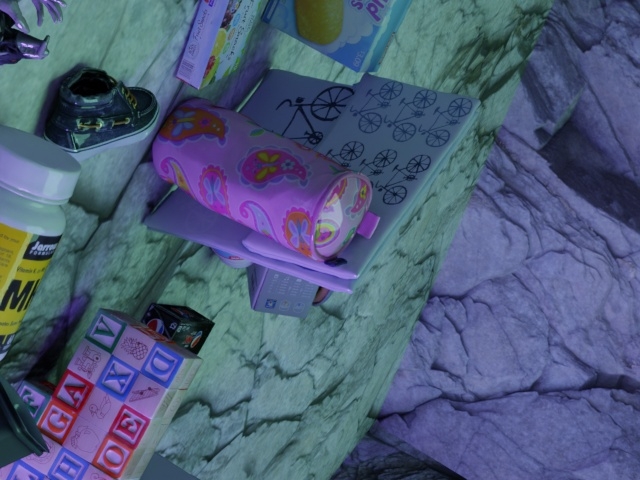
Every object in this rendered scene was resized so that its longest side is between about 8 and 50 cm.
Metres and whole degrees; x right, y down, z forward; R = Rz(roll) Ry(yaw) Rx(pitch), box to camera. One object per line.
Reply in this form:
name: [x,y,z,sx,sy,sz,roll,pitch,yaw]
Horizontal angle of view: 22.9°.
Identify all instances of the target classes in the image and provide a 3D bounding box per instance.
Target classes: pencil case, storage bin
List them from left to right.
storage bin: [-0.381,0.213,1.807,0.091,0.098,0.135,-29,161,-8]
pencil case: [-0.068,-0.074,1.891,0.124,0.284,0.124,-34,137,-39]

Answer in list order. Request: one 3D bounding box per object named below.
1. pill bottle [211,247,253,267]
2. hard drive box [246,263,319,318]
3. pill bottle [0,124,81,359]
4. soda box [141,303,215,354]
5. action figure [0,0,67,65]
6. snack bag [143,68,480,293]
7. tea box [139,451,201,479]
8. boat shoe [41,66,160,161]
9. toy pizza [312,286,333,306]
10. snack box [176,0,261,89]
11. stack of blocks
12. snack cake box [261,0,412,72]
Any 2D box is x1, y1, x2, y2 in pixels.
pill bottle: [-0.119,-0.023,2.241,0.087,0.087,0.160,-55,165,-21]
hard drive box: [-0.038,-0.032,2.336,0.181,0.089,0.232,-101,-154,-50]
pill bottle: [-0.315,0.003,1.507,0.208,0.119,0.119,-63,166,13]
soda box: [-0.211,0.130,2.304,0.060,0.053,0.169,-60,166,3]
action figure: [-0.239,-0.223,1.266,0.164,0.141,0.276,-61,172,-53]
snack bag: [-0.013,-0.097,2.003,0.323,0.342,0.037,-54,142,-27]
tea box: [-0.281,0.477,2.193,0.220,0.329,0.323,-43,160,-52]
boat shoe: [-0.218,-0.145,1.661,0.183,0.065,0.083,-38,156,-56]
toy pizza: [0.000,0.000,2.407,0.201,0.032,0.201,-169,-90,-73]
snack box: [-0.114,-0.256,1.867,0.100,0.037,0.141,-40,157,-58]
stack of blocks: [-0.295,0.234,1.962,0.297,0.171,0.087,-61,167,2]
snack cake box: [0.056,-0.363,2.013,0.264,0.152,0.089,-64,166,15]
